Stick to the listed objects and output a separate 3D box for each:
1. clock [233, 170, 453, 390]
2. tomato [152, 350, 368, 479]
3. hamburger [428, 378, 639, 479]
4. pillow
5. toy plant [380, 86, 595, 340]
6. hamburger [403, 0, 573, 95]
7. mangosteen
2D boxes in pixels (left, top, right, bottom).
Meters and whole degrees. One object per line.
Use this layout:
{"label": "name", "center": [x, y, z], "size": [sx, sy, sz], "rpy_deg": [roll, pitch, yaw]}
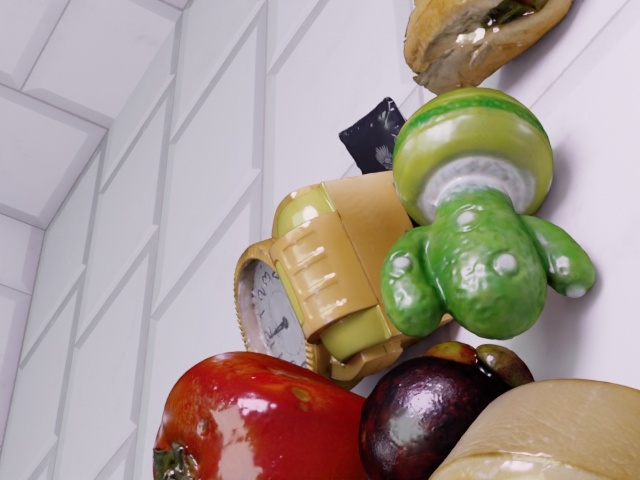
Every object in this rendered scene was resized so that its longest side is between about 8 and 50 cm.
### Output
{"label": "clock", "center": [0.009, 0.081, 1.641], "size": [0.317, 0.200, 0.244], "rpy_deg": [-50, 57, 55]}
{"label": "tomato", "center": [-0.044, 0.282, 1.446], "size": [0.325, 0.289, 0.293], "rpy_deg": [7, 91, 61]}
{"label": "hamburger", "center": [0.215, 0.241, 0.940], "size": [0.300, 0.300, 0.176], "rpy_deg": [-32, 24, 55]}
{"label": "pillow", "center": [0.108, -0.076, 1.643], "size": [0.141, 0.055, 0.208], "rpy_deg": [-32, 85, 50]}
{"label": "toy plant", "center": [0.178, -0.012, 1.387], "size": [0.316, 0.224, 0.184], "rpy_deg": [-87, -5, -45]}
{"label": "hamburger", "center": [0.238, -0.346, 1.604], "size": [0.209, 0.162, 0.330], "rpy_deg": [-6, 62, 63]}
{"label": "mangosteen", "center": [0.137, 0.198, 1.271], "size": [0.210, 0.209, 0.210], "rpy_deg": [-49, 28, 38]}
